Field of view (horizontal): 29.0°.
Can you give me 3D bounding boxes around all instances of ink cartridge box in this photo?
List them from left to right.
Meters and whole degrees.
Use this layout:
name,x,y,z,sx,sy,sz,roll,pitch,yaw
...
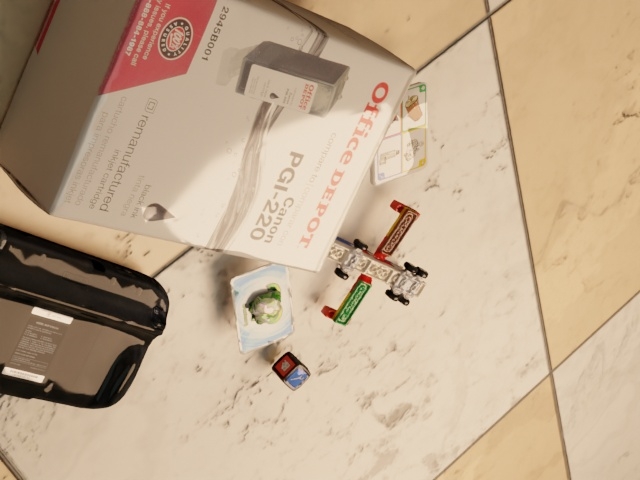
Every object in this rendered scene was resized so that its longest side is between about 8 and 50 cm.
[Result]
name,x,y,z,sx,sy,sz,roll,pitch,yaw
ink cartridge box,-0.067,-0.080,0.774,0.217,0.092,0.159,12,109,-44

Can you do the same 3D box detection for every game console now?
name,x,y,z,sx,sy,sz,roll,pitch,yaw
game console,-0.239,0.045,0.750,0.361,0.044,0.213,24,101,-50

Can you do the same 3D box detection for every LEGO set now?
name,x,y,z,sx,sy,sz,roll,pitch,yaw
LEGO set,0.000,0.000,0.970,0.182,0.060,0.244,-21,128,-22
